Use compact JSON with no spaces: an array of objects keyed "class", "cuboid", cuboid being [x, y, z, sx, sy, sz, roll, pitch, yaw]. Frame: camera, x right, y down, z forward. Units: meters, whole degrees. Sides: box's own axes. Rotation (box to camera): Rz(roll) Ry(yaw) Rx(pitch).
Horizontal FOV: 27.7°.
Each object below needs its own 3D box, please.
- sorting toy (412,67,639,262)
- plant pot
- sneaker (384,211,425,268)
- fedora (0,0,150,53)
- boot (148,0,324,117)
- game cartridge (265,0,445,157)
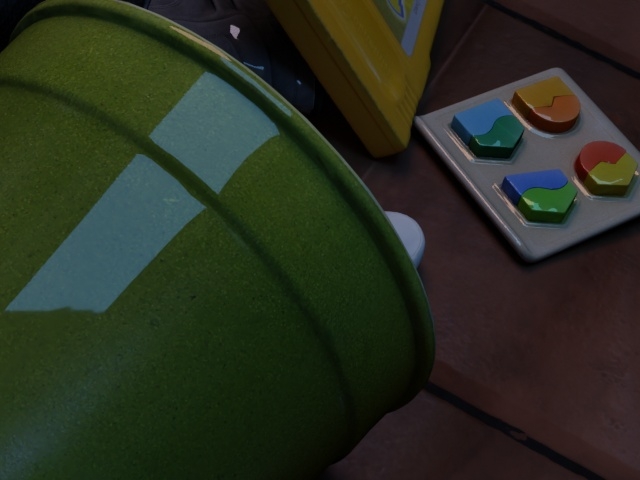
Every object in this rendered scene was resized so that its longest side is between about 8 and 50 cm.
[{"class":"sorting toy","cuboid":[0.218,-0.083,1.243,0.208,0.038,0.193,-19,58,-28]},{"class":"plant pot","cuboid":[-0.178,0.099,0.803,0.366,0.366,0.353,35,61,14]},{"class":"sneaker","cuboid":[0.000,0.000,1.053,0.232,0.115,0.090,-8,53,-33]},{"class":"fedora","cuboid":[-0.289,-0.237,1.037,0.334,0.334,0.152,44,21,22]},{"class":"boot","cuboid":[-0.094,-0.126,1.151,0.222,0.118,0.338,0,55,-22]},{"class":"game cartridge","cuboid":[0.032,-0.285,1.233,0.052,0.285,0.324,-16,40,29]}]
